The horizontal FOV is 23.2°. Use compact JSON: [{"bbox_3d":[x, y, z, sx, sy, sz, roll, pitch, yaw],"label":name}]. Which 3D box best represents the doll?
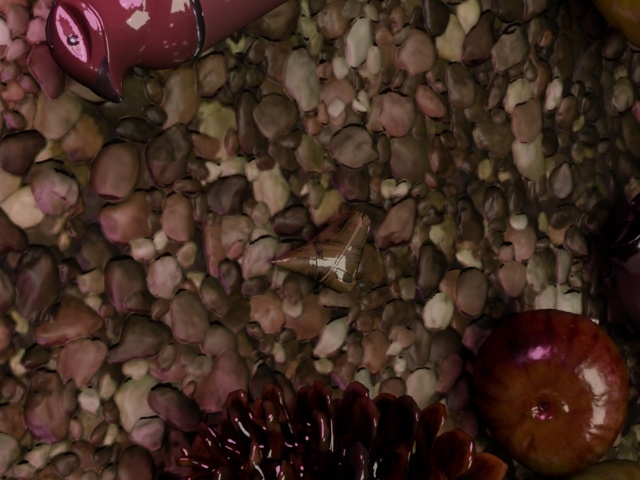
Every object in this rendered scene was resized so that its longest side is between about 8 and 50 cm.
[{"bbox_3d":[0.393,0.071,1.663,0.182,0.117,0.257,-47,120,-23],"label":"doll"}]

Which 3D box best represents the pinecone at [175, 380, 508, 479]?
[{"bbox_3d":[0.011,0.229,1.300,0.292,0.246,0.246,24,79,-27],"label":"pinecone"}]

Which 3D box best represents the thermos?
[{"bbox_3d":[-0.087,-0.234,1.249,0.330,0.109,0.136,-36,116,-30],"label":"thermos"}]

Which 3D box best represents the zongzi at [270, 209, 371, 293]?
[{"bbox_3d":[0.000,0.000,1.397,0.083,0.040,0.076,22,73,-21],"label":"zongzi"}]

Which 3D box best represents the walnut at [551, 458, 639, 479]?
[{"bbox_3d":[0.282,0.346,1.532,0.283,0.227,0.283,5,80,-30],"label":"walnut"}]

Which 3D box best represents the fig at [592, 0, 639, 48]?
[{"bbox_3d":[0.403,-0.287,1.572,0.314,0.233,0.233,7,90,-44],"label":"fig"}]

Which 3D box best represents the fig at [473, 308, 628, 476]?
[{"bbox_3d":[0.220,0.130,1.529,0.148,0.202,0.149,-31,125,7],"label":"fig"}]
